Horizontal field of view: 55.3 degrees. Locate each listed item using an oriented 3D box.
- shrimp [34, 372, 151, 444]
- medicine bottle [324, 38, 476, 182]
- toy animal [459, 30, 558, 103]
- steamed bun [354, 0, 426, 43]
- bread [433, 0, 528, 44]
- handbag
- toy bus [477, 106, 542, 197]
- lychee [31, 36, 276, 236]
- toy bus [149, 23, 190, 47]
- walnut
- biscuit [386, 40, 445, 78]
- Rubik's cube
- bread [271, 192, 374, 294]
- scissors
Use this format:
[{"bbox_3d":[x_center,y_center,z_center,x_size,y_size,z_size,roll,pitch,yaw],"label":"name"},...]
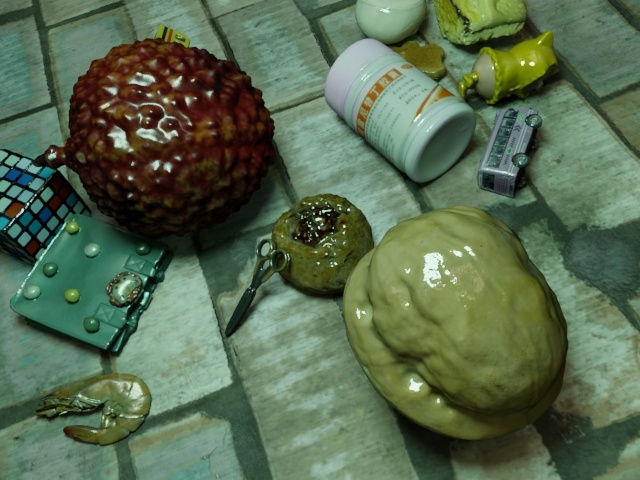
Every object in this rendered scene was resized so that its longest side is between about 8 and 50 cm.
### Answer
[{"bbox_3d":[-0.448,0.335,1.197,0.236,0.053,0.133,-9,78,-2],"label":"shrimp"},{"bbox_3d":[0.176,-0.300,1.400,0.202,0.202,0.316,-36,60,-14],"label":"medicine bottle"},{"bbox_3d":[0.445,-0.405,1.461,0.230,0.156,0.156,-20,58,-6],"label":"toy animal"},{"bbox_3d":[0.186,-0.598,1.616,0.177,0.130,0.228,17,43,15],"label":"steamed bun"},{"bbox_3d":[0.407,-0.613,1.579,0.204,0.162,0.262,-15,72,-2],"label":"bread"},{"bbox_3d":[-0.495,0.082,1.320,0.274,0.100,0.268,17,61,18],"label":"handbag"},{"bbox_3d":[0.423,-0.202,1.367,0.108,0.096,0.199,15,65,22],"label":"toy bus"},{"bbox_3d":[-0.342,-0.208,1.285,0.500,0.424,0.424,-8,56,-17],"label":"lychee"},{"bbox_3d":[-0.425,-0.405,1.580,0.123,0.121,0.335,17,53,-20],"label":"toy bus"},{"bbox_3d":[0.230,0.127,1.034,0.384,0.383,0.383,-4,58,6],"label":"walnut"},{"bbox_3d":[0.210,-0.457,1.589,0.226,0.036,0.166,-3,55,9],"label":"biscuit"},{"bbox_3d":[-0.674,-0.069,1.391,0.184,0.182,0.187,22,64,20],"label":"Rubik's cube"},{"bbox_3d":[0.000,0.000,1.288,0.230,0.123,0.230,-4,61,7],"label":"bread"},{"bbox_3d":[-0.140,0.102,1.245,0.088,0.017,0.220,36,100,32],"label":"scissors"}]
